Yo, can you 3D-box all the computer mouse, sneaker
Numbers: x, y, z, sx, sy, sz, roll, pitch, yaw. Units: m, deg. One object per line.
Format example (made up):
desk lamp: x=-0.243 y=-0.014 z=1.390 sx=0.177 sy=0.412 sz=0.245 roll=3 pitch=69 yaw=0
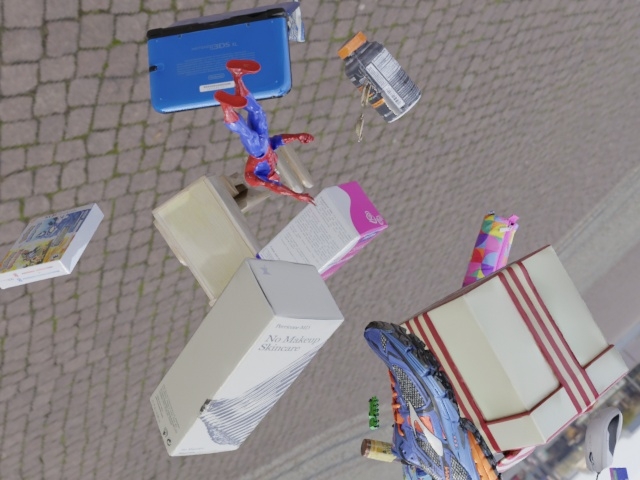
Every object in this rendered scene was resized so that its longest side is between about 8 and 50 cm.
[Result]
computer mouse: x=0.528 y=0.406 z=1.347 sx=0.106 sy=0.042 sz=0.193 roll=133 pitch=-21 yaw=-69
sneaker: x=0.101 y=0.181 z=0.706 sx=0.087 sy=0.221 sz=0.083 roll=-31 pitch=179 yaw=7
sneaker: x=-0.076 y=-0.558 z=1.752 sx=0.058 sy=0.135 sz=0.052 roll=-10 pitch=161 yaw=-1

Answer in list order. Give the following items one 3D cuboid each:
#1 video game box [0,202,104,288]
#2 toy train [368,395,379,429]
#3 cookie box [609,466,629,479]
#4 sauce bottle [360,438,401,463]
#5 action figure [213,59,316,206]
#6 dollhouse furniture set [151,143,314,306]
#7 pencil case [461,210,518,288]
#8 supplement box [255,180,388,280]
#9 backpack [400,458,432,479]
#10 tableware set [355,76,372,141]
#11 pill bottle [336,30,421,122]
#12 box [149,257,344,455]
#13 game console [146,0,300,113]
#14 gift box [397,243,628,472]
video game box: x=-0.604 y=0.009 z=1.564 sx=0.187 sy=0.205 sz=0.048 roll=-14 pitch=126 yaw=20
toy train: x=0.120 y=0.391 z=1.591 sx=0.024 sy=0.083 sz=0.017 roll=-21 pitch=129 yaw=20
cookie box: x=0.692 y=0.583 z=1.604 sx=0.040 sy=0.091 sz=0.107 roll=-10 pitch=135 yaw=20
sauce bottle: x=0.153 y=0.464 z=1.534 sx=0.128 sy=0.042 sz=0.042 roll=13 pitch=133 yaw=-12
action figure: x=-0.063 y=-0.145 z=1.059 sx=0.280 sy=0.139 sz=0.091 roll=83 pitch=24 yaw=-67
dollhouse furniture set: x=-0.202 y=-0.035 z=1.713 sx=0.362 sy=0.256 sz=0.394 roll=-32 pitch=-177 yaw=15
pencil case: x=0.457 y=0.041 z=1.888 sx=0.104 sy=0.104 sz=0.236 roll=37 pitch=71 yaw=-66
supplement box: x=0.000 y=0.000 z=1.312 sx=0.220 sy=0.114 sz=0.111 roll=-44 pitch=165 yaw=34
backpack: x=0.231 y=0.423 z=1.326 sx=0.158 sy=0.173 sz=0.117 roll=-4 pitch=164 yaw=-10
tableware set: x=0.110 y=-0.333 z=1.792 sx=0.141 sy=0.020 sz=0.168 roll=-66 pitch=165 yaw=-72
pill bottle: x=0.155 y=-0.456 z=1.932 sx=0.130 sy=0.245 sz=0.130 roll=-40 pitch=-166 yaw=12
box: x=-0.098 y=0.150 z=0.868 sx=0.113 sy=0.094 sz=0.275 roll=7 pitch=131 yaw=-40
game console: x=-0.189 y=-0.385 z=1.452 sx=0.293 sy=0.250 sz=0.173 roll=-6 pitch=175 yaw=13
gift box: x=0.278 y=0.191 z=1.089 sx=0.255 sy=0.258 sz=0.276 roll=-24 pitch=170 yaw=-31
